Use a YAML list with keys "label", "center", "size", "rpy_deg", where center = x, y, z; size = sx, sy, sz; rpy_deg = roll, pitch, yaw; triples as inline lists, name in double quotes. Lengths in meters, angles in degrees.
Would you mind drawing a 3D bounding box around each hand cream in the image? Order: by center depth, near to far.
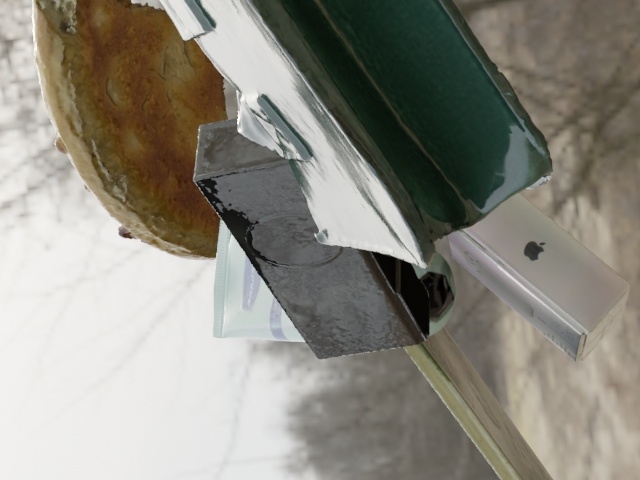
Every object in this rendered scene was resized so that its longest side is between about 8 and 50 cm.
- label: "hand cream"
  center: [-0.002, 0.037, 1.396]
  size: [0.321, 0.067, 0.109]
  rpy_deg: [2, 89, 57]

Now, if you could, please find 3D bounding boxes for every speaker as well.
- label: "speaker"
  center: [0.000, 0.000, 1.063]
  size: [0.218, 0.082, 0.044]
  rpy_deg: [59, -152, -51]

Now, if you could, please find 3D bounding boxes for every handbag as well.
- label: "handbag"
  center: [-0.035, -0.137, 0.789]
  size: [0.326, 0.089, 0.238]
  rpy_deg: [54, 170, -12]

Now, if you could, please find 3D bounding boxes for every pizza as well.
- label: "pizza"
  center: [-0.170, -0.131, 1.656]
  size: [0.335, 0.086, 0.226]
  rpy_deg: [58, -133, -31]

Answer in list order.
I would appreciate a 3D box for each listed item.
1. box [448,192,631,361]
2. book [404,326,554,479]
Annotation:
- label: "box"
  center: [0.152, 0.020, 1.195]
  size: [0.129, 0.051, 0.130]
  rpy_deg: [41, 175, 13]
- label: "book"
  center: [0.156, 0.167, 1.541]
  size: [0.322, 0.018, 0.228]
  rpy_deg: [53, -171, -17]
